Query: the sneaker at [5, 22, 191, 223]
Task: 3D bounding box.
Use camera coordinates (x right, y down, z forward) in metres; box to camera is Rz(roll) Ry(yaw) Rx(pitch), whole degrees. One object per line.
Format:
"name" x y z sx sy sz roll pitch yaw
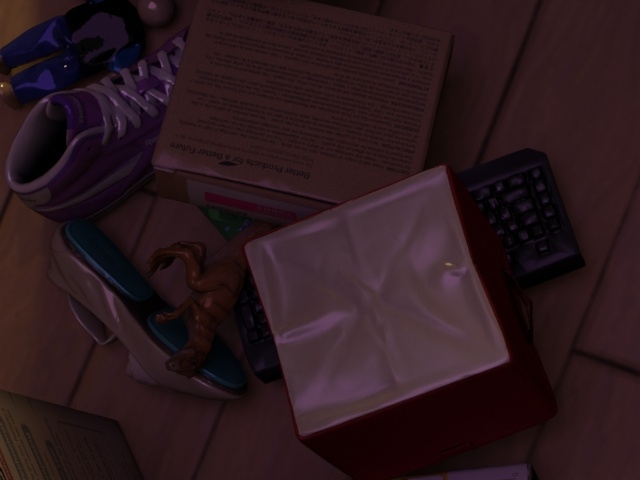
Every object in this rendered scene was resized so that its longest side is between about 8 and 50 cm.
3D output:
"sneaker" -0.171 -0.125 1.817 0.282 0.161 0.102 -44 70 2

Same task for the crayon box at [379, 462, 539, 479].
"crayon box" 0.037 0.311 1.684 0.318 0.081 0.202 -7 58 14

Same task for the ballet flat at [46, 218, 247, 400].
"ballet flat" -0.169 0.082 1.826 0.086 0.086 0.248 -47 70 3

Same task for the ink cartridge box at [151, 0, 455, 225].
"ink cartridge box" -0.014 -0.111 1.745 0.235 0.088 0.193 14 71 3

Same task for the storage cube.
"storage cube" 0.067 0.077 1.626 0.215 0.193 0.183 -20 68 10

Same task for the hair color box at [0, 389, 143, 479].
"hair color box" -0.249 0.239 1.652 0.113 0.374 0.185 -29 73 8

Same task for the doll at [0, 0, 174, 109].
"doll" -0.231 -0.200 1.906 0.189 0.046 0.129 -22 75 11

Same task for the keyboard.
"keyboard" 0.081 0.056 1.750 0.317 0.033 0.201 -21 75 11

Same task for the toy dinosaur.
"toy dinosaur" -0.092 0.029 1.779 0.112 0.064 0.211 27 75 11

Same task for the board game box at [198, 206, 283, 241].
"board game box" 0.000 0.000 1.814 0.136 0.030 0.259 -42 72 6
